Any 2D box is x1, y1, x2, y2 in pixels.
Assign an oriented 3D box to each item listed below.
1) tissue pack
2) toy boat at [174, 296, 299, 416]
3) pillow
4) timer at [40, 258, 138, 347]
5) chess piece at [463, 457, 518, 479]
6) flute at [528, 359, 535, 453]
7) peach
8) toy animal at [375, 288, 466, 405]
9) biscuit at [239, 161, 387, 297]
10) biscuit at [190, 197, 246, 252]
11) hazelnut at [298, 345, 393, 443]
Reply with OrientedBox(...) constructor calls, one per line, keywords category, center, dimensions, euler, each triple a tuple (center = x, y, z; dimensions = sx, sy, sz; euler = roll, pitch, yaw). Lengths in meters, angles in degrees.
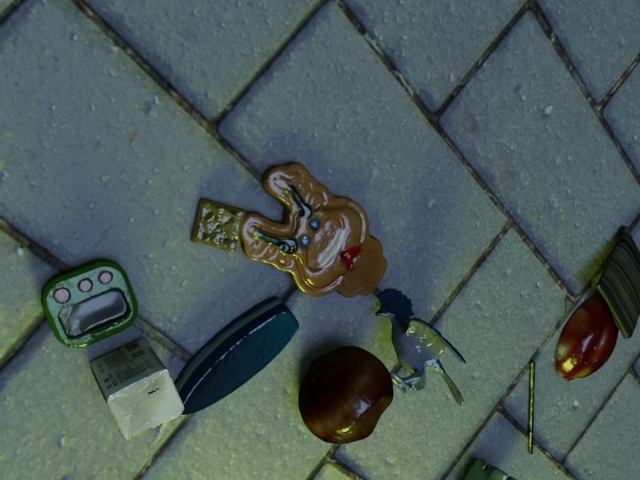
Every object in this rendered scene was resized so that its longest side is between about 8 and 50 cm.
OrientedBox(category="tissue pack", center=(-0.307, 0.244, 1.121), dimensions=(0.106, 0.149, 0.099), euler=(-25, 113, -21))
OrientedBox(category="toy boat", center=(-0.167, 0.224, 1.243), dimensions=(0.299, 0.062, 0.096), euler=(-40, 119, -14))
OrientedBox(category="pillow", center=(0.770, 0.106, 1.703), dimensions=(0.208, 0.052, 0.212), euler=(51, 60, -26))
OrientedBox(category="timer", center=(-0.377, 0.103, 1.106), dimensions=(0.140, 0.047, 0.128), euler=(-23, 112, -21))
OrientedBox(category="chess piece", center=(0.353, 0.675, 1.587), dimensions=(0.194, 0.195, 0.299), euler=(39, 75, -30))
OrientedBox(category="flute", center=(0.532, 0.422, 1.700), dimensions=(0.014, 0.014, 0.269), euler=(-13, 109, -25))
OrientedBox(category="peach", center=(0.708, 0.244, 1.719), dimensions=(0.189, 0.068, 0.279), euler=(30, 88, -33))
OrientedBox(category="toy animal", center=(0.201, 0.220, 1.363), dimensions=(0.255, 0.239, 0.176), euler=(34, 70, 3))
OrientedBox(category="biscuit", center=(0.000, 0.000, 1.282), dimensions=(0.334, 0.047, 0.202), euler=(35, 85, -31))
OrientedBox(category="biscuit", center=(-0.179, -0.026, 1.180), dimensions=(0.083, 0.018, 0.081), euler=(16, 98, -8))
OrientedBox(category="hazelnut", center=(0.040, 0.305, 1.312), dimensions=(0.178, 0.178, 0.204), euler=(4, 142, -29))
